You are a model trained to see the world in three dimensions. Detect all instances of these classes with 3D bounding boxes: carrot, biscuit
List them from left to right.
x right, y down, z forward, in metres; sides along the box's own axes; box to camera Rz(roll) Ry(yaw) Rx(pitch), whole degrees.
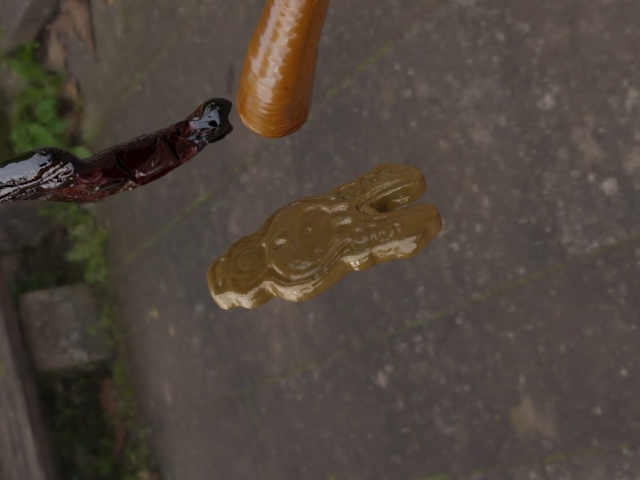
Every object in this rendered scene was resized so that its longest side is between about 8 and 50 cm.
[{"bbox_3d":[-0.198,-0.076,1.322,0.151,0.235,0.063,-15,94,52],"label":"biscuit"},{"bbox_3d":[-0.023,-0.140,0.978,0.271,0.066,0.062,109,139,-67],"label":"carrot"},{"bbox_3d":[-0.001,-0.001,1.329,0.144,0.236,0.040,-102,-11,-60],"label":"biscuit"}]
